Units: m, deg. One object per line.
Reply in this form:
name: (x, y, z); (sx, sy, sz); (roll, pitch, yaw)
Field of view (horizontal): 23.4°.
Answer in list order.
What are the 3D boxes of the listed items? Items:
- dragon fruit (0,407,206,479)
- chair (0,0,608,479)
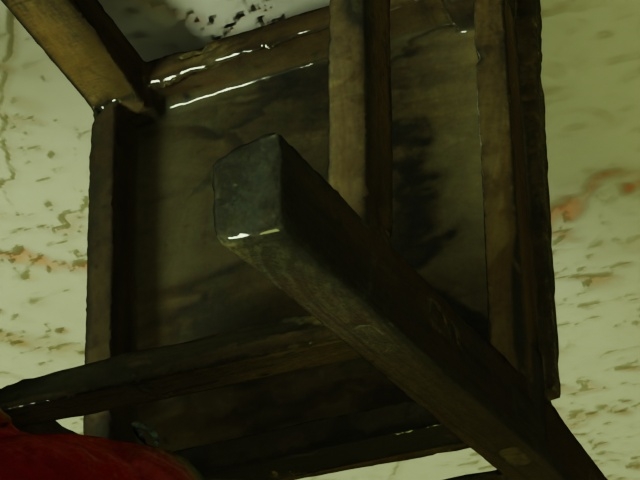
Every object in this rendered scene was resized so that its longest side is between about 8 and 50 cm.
dragon fruit: (-0.090, 0.146, 0.437); (0.193, 0.192, 0.274); (-30, 152, 30)
chair: (0.000, 0.000, 0.611); (0.203, 0.240, 0.416); (-15, 149, 20)
